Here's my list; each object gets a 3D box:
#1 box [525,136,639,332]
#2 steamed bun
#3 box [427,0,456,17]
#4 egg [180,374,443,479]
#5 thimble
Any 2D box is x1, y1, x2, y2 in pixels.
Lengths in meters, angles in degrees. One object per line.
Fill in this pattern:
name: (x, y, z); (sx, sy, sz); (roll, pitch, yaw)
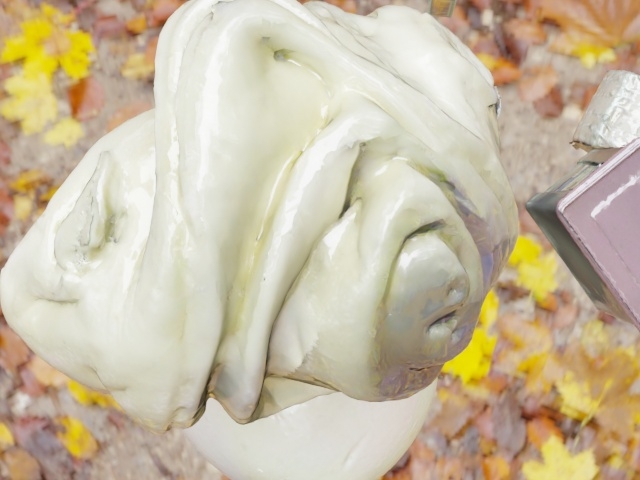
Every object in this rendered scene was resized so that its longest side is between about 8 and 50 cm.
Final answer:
box: (0.149, -0.002, 0.697); (0.060, 0.063, 0.084); (-39, 101, -10)
steamed bun: (0.000, 0.000, 0.952); (0.394, 0.346, 0.237); (-36, 65, -17)
box: (0.171, -0.392, 1.809); (0.041, 0.229, 0.162); (8, 85, 2)
egg: (-0.032, 0.140, 1.207); (0.271, 0.206, 0.161); (19, 68, -6)
thimble: (0.325, -0.120, 1.477); (0.102, 0.115, 0.090); (29, 91, 21)
